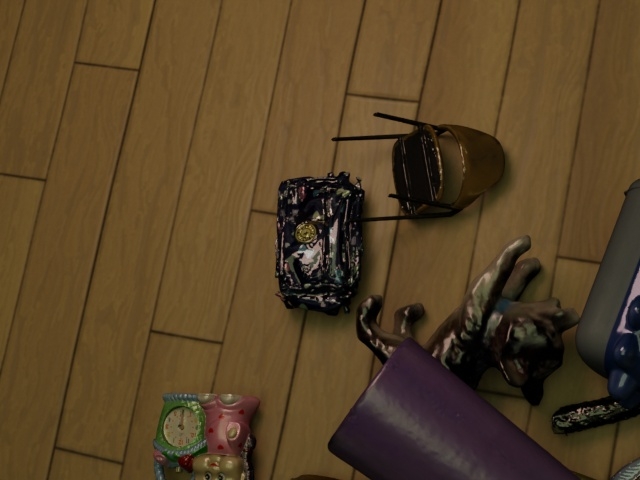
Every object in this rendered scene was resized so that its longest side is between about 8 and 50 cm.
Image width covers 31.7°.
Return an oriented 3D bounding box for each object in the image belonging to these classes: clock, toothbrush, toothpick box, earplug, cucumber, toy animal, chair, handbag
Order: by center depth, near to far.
[{"bbox_3d":[0.246,0.359,1.686,0.456,0.215,0.215,36,89,10],"label":"earplug"},{"bbox_3d":[0.537,0.097,1.769,0.263,0.263,0.354,21,84,17],"label":"toothpick box"},{"bbox_3d":[0.503,0.374,1.825,0.413,0.042,0.035,-34,66,-2],"label":"toothbrush"},{"bbox_3d":[0.469,0.281,1.865,0.182,0.053,0.053,-18,75,9],"label":"cucumber"},{"bbox_3d":[0.268,0.195,1.866,0.344,0.194,0.302,-23,69,12],"label":"toy animal"},{"bbox_3d":[0.174,-0.126,1.969,0.172,0.247,0.158,-27,67,52],"label":"chair"},{"bbox_3d":[-0.203,0.369,1.995,0.194,0.100,0.195,-3,76,18],"label":"clock"},{"bbox_3d":[0.000,0.000,2.010,0.162,0.113,0.260,1,71,7],"label":"handbag"}]

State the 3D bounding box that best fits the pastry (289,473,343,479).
[{"bbox_3d":[0.008,0.490,1.916,0.193,0.093,0.182,-1,82,13],"label":"pastry"}]

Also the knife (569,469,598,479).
[{"bbox_3d":[0.551,0.428,1.826,0.343,0.027,0.061,19,80,17],"label":"knife"}]
